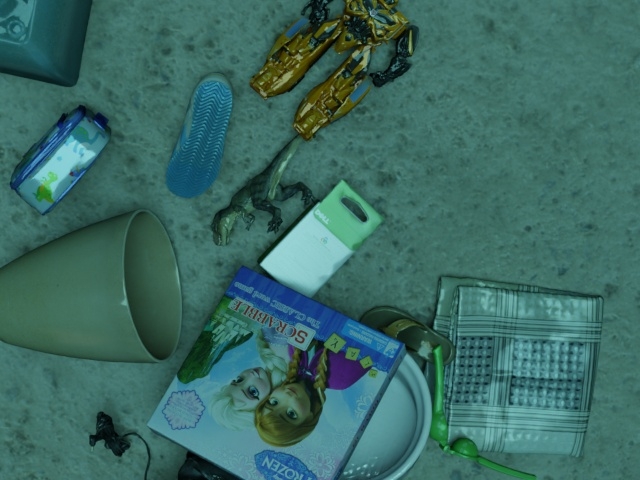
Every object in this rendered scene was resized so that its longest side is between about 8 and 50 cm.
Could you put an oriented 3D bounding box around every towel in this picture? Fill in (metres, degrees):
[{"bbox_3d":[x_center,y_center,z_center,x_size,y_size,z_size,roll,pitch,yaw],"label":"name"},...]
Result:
[{"bbox_3d":[0.345,0.233,1.997,0.324,0.056,0.312,6,97,-6],"label":"towel"}]

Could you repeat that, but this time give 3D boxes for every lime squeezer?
[{"bbox_3d":[0.254,0.338,1.953,0.110,0.059,0.310,-41,100,-21],"label":"lime squeezer"}]

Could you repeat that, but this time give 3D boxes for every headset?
[{"bbox_3d":[-0.219,0.423,1.845,0.394,0.185,0.243,27,61,29],"label":"headset"}]

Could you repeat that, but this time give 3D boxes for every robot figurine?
[{"bbox_3d":[0.030,-0.319,1.874,0.211,0.085,0.291,44,90,-1],"label":"robot figurine"}]

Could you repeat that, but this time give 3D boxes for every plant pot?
[{"bbox_3d":[-0.401,0.094,1.829,0.274,0.256,0.256,-9,98,12],"label":"plant pot"},{"bbox_3d":[-0.499,-0.386,1.736,0.247,0.252,0.247,11,96,-8],"label":"plant pot"}]

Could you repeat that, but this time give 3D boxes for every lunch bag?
[{"bbox_3d":[-0.418,-0.139,1.792,0.090,0.219,0.176,44,92,-15],"label":"lunch bag"}]

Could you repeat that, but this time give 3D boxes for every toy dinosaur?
[{"bbox_3d":[-0.082,-0.080,1.894,0.268,0.064,0.118,-47,60,1],"label":"toy dinosaur"}]

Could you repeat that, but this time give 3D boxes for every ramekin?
[{"bbox_3d":[0.055,0.306,1.887,0.277,0.135,0.277,-3,67,8],"label":"ramekin"}]

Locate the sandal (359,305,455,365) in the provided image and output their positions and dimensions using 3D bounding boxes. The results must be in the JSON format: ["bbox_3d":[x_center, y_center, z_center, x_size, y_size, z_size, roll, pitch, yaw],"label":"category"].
[{"bbox_3d":[0.154,0.171,1.955,0.180,0.049,0.072,25,99,12],"label":"sandal"}]

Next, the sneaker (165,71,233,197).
[{"bbox_3d":[-0.200,-0.177,1.879,0.087,0.092,0.228,20,114,-10],"label":"sneaker"}]

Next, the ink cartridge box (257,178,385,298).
[{"bbox_3d":[0.000,0.000,1.929,0.109,0.062,0.209,43,91,-9],"label":"ink cartridge box"}]

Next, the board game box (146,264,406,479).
[{"bbox_3d":[-0.070,0.245,1.820,0.319,0.066,0.318,24,73,17],"label":"board game box"}]
